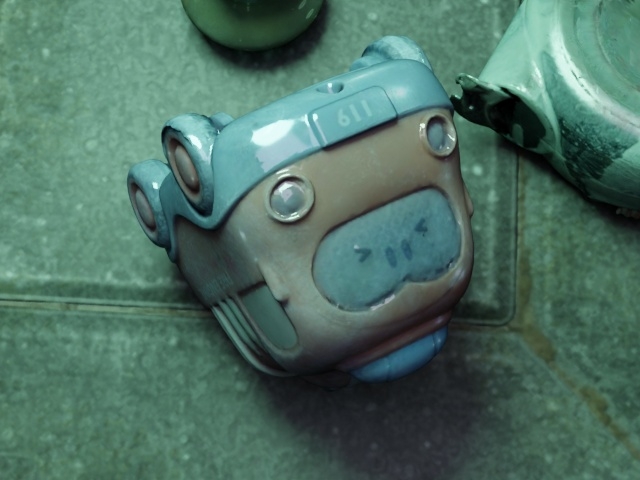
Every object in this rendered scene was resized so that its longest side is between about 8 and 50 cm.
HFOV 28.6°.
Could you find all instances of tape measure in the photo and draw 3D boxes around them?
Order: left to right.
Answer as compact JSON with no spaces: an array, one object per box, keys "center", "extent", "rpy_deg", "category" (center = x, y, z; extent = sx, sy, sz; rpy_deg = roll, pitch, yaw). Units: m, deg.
[{"center":[0.282,-0.154,1.051],"extent":[0.275,0.147,0.256],"rpy_deg":[27,75,11],"category":"tape measure"}]

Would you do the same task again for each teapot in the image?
[{"center":[-0.051,-0.247,1.085],"extent":[0.130,0.119,0.166],"rpy_deg":[26,76,5],"category":"teapot"}]

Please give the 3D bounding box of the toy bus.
[{"center":[0.000,0.000,0.943],"extent":[0.197,0.294,0.232],"rpy_deg":[-24,89,-23],"category":"toy bus"}]
